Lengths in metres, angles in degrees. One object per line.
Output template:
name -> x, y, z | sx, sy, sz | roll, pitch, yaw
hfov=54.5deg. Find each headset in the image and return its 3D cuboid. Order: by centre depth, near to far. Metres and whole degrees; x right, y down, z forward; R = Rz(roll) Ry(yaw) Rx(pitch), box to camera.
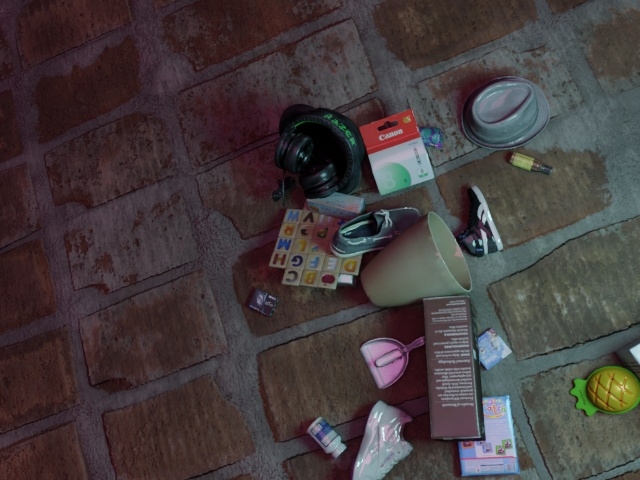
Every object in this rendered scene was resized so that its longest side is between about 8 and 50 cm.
headset -> -0.032, -0.240, 1.914 | 0.243, 0.185, 0.394 | 46, 132, -4

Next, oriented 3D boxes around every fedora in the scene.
fedora -> 0.572, -0.413, 1.922 | 0.275, 0.124, 0.244 | -20, 75, 9
fedora -> 0.027, -0.313, 1.996 | 0.334, 0.334, 0.152 | 36, 55, 18

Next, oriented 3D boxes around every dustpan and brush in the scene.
dustpan and brush -> 0.235, 0.340, 1.874 | 0.211, 0.060, 0.147 | -28, 73, 7

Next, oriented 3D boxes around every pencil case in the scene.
pencil case -> 0.316, -0.329, 1.999 | 0.151, 0.064, 0.070 | 1, 53, 15

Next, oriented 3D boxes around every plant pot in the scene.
plant pot -> 0.266, 0.087, 1.847 | 0.274, 0.256, 0.257 | -27, 72, 24

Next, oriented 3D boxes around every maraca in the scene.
maraca -> 0.784, 0.416, 1.708 | 0.185, 0.099, 0.127 | -28, 69, 34

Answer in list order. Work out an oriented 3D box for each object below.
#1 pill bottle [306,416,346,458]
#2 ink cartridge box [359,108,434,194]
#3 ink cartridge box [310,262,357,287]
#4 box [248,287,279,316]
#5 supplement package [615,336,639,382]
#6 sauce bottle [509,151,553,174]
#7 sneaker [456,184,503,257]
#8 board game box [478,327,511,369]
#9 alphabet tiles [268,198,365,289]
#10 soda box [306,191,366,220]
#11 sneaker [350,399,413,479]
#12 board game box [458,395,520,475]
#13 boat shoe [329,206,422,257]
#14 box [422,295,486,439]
pill bottle -> 0.020, 0.596, 1.869 | 0.120, 0.067, 0.067 | 43, 90, 18
ink cartridge box -> 0.240, -0.275, 1.954 | 0.180, 0.056, 0.225 | -18, 111, 10
ink cartridge box -> 0.043, 0.109, 1.953 | 0.135, 0.099, 0.056 | 4, 78, 14
box -> -0.186, 0.203, 2.031 | 0.083, 0.018, 0.067 | 25, 85, 18
supplement package -> 0.953, 0.351, 1.622 | 0.199, 0.198, 0.263 | -33, 73, 6
sauce bottle -> 0.647, -0.233, 1.908 | 0.128, 0.042, 0.042 | 25, 85, 18
sneaker -> 0.461, -0.054, 1.894 | 0.121, 0.079, 0.217 | -21, 75, 7
board game box -> 0.500, 0.320, 1.835 | 0.090, 0.020, 0.090 | -39, 72, 4
alphabet tiles -> 0.000, 0.000, 1.964 | 0.285, 0.011, 0.343 | 6, 56, 15
soda box -> 0.051, -0.114, 1.993 | 0.183, 0.058, 0.063 | 15, 59, 20
sneaker -> 0.178, 0.629, 1.797 | 0.152, 0.114, 0.305 | 15, 82, 18
board game box -> 0.473, 0.558, 1.779 | 0.160, 0.039, 0.212 | -7, 77, 13
boat shoe -> 0.181, -0.039, 1.900 | 0.319, 0.099, 0.116 | -19, 63, -16
box -> 0.375, 0.362, 1.740 | 0.143, 0.191, 0.382 | -5, 70, 18
